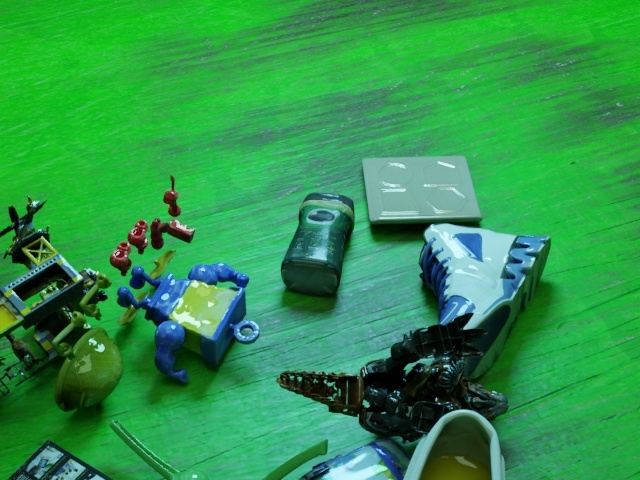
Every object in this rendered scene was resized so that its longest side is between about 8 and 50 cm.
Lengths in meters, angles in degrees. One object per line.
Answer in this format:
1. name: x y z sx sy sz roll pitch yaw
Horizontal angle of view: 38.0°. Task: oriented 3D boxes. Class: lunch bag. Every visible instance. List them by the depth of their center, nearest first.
1. lunch bag: 0.076 0.352 1.116 0.176 0.090 0.219 -18 46 -23

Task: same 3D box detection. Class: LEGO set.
1. LEGO set: -0.481 0.098 1.276 0.331 0.255 0.192 -38 70 -26

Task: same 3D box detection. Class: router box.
1. router box: -0.349 0.348 1.148 0.133 0.046 0.179 24 47 23

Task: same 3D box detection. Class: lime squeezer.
1. lime squeezer: -0.139 0.295 1.168 0.310 0.110 0.059 1 14 24

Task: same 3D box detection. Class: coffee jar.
1. coffee jar: 0.000 0.000 1.514 0.096 0.079 0.184 6 43 10

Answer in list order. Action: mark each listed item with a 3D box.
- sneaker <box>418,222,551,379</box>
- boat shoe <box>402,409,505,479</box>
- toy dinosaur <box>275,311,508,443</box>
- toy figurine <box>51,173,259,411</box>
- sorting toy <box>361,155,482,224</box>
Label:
1. sneaker: 0.213 0.073 1.415 0.182 0.128 0.315 19 38 25
2. boat shoe: 0.095 0.285 0.743 0.135 0.157 0.367 11 43 15
3. toy dinosaur: 0.107 0.204 1.180 0.321 0.218 0.164 -12 80 -30
4. toy figurine: -0.195 0.105 1.324 0.217 0.191 0.363 22 48 6
5. sorting toy: 0.176 -0.086 1.650 0.192 0.038 0.208 -2 37 -2
